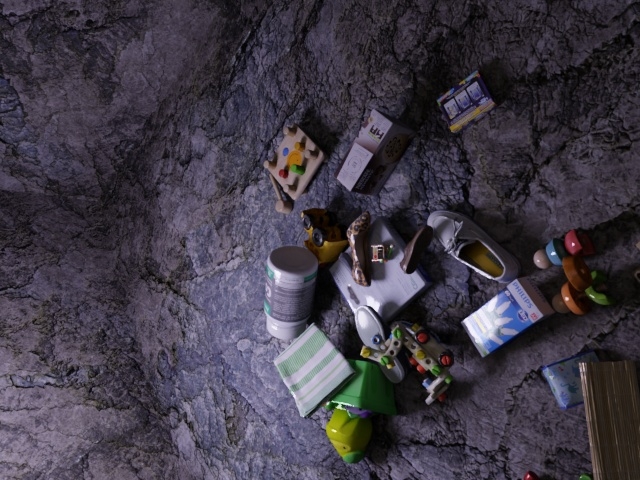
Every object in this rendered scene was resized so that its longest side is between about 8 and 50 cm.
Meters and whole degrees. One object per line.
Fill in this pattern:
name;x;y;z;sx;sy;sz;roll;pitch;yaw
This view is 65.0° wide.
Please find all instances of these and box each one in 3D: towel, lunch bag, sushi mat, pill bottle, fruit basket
towel;-0.036;0.476;1.883;0.248;0.038;0.325;-43;35;-1
lunch bag;0.728;0.392;1.419;0.151;0.096;0.128;-23;69;8
sushi mat;0.791;0.483;1.345;0.152;0.019;0.316;-4;82;-2
pill bottle;-0.127;0.221;2.068;0.204;0.204;0.360;36;132;38
fruit basket;0.088;0.636;1.880;0.392;0.283;0.391;-21;55;34

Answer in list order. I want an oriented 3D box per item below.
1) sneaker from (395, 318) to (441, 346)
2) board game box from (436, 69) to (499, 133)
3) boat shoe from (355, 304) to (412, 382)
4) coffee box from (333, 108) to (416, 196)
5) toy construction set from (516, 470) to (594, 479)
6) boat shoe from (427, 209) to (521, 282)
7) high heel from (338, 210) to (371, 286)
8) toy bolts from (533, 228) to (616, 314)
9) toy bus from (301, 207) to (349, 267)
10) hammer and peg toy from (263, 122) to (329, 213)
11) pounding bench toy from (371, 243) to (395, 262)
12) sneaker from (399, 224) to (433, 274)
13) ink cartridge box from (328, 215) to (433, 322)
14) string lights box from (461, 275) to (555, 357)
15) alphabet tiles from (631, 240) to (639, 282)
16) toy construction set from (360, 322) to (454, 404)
sneaker;0.345;0.353;1.793;0.191;0.071;0.082;25;116;43
board game box;0.504;-0.473;1.724;0.170;0.048;0.141;-33;68;35
boat shoe;0.229;0.366;1.830;0.114;0.091;0.302;-31;81;42
coffee box;0.204;-0.325;1.901;0.119;0.168;0.297;47;116;34
toy construction set;0.640;0.767;1.367;0.309;0.237;0.257;-45;59;29
boat shoe;0.469;0.014;1.640;0.367;0.157;0.135;47;116;34
high heel;0.169;0.036;1.852;0.186;0.093;0.261;51;134;37
toy bolts;0.686;0.088;1.427;0.158;0.218;0.228;-35;46;41
toy bus;0.000;0.000;2.090;0.220;0.150;0.211;51;135;34
hammer and peg toy;-0.144;-0.313;2.238;0.361;0.127;0.266;-55;54;24
pounding bench toy;0.233;0.048;1.826;0.083;0.052;0.065;-5;84;42
sneaker;0.323;0.022;1.742;0.188;0.066;0.071;-66;30;16
ink cartridge box;0.218;0.134;1.916;0.330;0.071;0.324;-48;58;31
string lights box;0.572;0.237;1.550;0.259;0.077;0.133;-54;54;41
alphabet tiles;0.996;0.050;1.262;0.342;0.011;0.285;-46;58;30
toy construction set;0.317;0.405;1.675;0.328;0.151;0.215;42;99;-1
